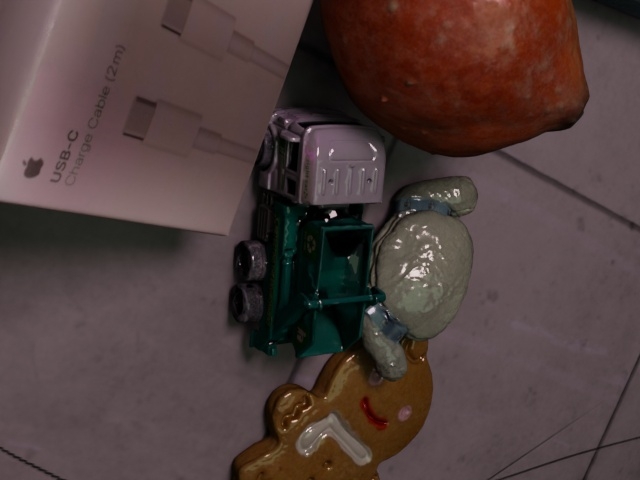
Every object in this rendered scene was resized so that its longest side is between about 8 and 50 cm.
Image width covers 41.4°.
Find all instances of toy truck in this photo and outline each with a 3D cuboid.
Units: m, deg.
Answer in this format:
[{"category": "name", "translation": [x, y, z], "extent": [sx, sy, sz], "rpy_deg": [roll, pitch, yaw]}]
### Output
[{"category": "toy truck", "translation": [0.000, 0.000, 0.722], "extent": [0.110, 0.116, 0.216], "rpy_deg": [-3, 107, -30]}]

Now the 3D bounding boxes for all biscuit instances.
[{"category": "biscuit", "translation": [0.025, 0.192, 0.850], "extent": [0.249, 0.035, 0.184], "rpy_deg": [-43, 123, -13]}]

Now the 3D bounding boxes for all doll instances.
[{"category": "doll", "translation": [0.093, 0.029, 0.810], "extent": [0.103, 0.071, 0.214], "rpy_deg": [27, 80, -24]}]

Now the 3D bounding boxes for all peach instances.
[{"category": "peach", "translation": [0.113, -0.166, 0.659], "extent": [0.232, 0.232, 0.232], "rpy_deg": [-10, 110, -28]}]

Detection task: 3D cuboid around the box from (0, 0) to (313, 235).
[{"category": "box", "translation": [-0.126, -0.120, 0.553], "extent": [0.251, 0.106, 0.203], "rpy_deg": [11, 101, -64]}]

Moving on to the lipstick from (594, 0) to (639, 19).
[{"category": "lipstick", "translation": [0.265, -0.277, 0.818], "extent": [0.289, 0.077, 0.076], "rpy_deg": [7, 102, -32]}]
